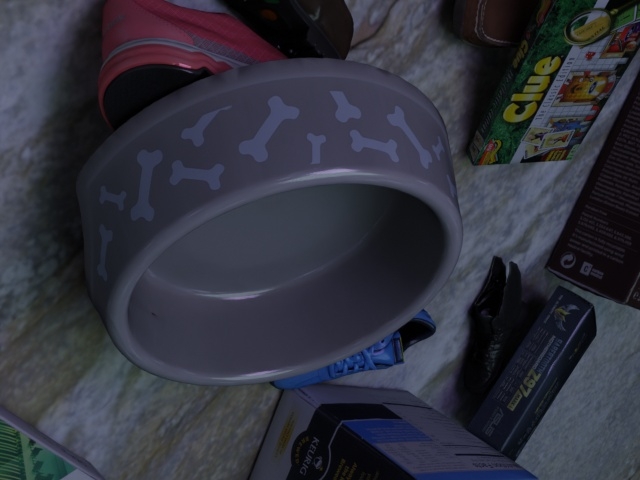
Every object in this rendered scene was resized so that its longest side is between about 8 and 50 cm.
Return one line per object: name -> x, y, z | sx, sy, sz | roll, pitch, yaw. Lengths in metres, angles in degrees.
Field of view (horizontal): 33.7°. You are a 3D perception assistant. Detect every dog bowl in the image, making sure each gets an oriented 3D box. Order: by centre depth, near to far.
dog bowl -> -0.037, 0.006, 0.904 | 0.348, 0.102, 0.349 | -13, 146, -9

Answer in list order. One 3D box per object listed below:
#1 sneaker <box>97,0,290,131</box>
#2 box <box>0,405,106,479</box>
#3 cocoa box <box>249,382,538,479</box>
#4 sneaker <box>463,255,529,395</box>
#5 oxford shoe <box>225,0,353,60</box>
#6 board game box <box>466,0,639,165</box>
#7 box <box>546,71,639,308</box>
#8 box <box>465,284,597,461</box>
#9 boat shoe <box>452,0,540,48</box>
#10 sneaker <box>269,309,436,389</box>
sneaker -> -0.053, -0.135, 0.911 | 0.314, 0.136, 0.116 | 18, 134, -43
box -> -0.359, 0.284, 0.907 | 0.322, 0.058, 0.232 | -51, 137, -11
cocoa box -> 0.046, 0.369, 1.214 | 0.231, 0.228, 0.347 | 11, 104, -46
sneaker -> 0.218, 0.112, 1.374 | 0.089, 0.051, 0.170 | 37, 80, -47
oxford shoe -> -0.039, -0.240, 0.926 | 0.227, 0.083, 0.096 | 55, 52, -45
board game box -> 0.264, -0.177, 1.158 | 0.136, 0.030, 0.260 | -3, 145, -16
box -> 0.486, -0.089, 1.454 | 0.191, 0.143, 0.381 | 17, 97, -47
box -> 0.290, 0.188, 1.434 | 0.233, 0.059, 0.183 | -56, 157, -6
boat shoe -> 0.282, -0.269, 1.172 | 0.324, 0.116, 0.123 | -18, 123, -36
sneaker -> 0.039, 0.118, 1.181 | 0.209, 0.082, 0.069 | -22, 128, -32
